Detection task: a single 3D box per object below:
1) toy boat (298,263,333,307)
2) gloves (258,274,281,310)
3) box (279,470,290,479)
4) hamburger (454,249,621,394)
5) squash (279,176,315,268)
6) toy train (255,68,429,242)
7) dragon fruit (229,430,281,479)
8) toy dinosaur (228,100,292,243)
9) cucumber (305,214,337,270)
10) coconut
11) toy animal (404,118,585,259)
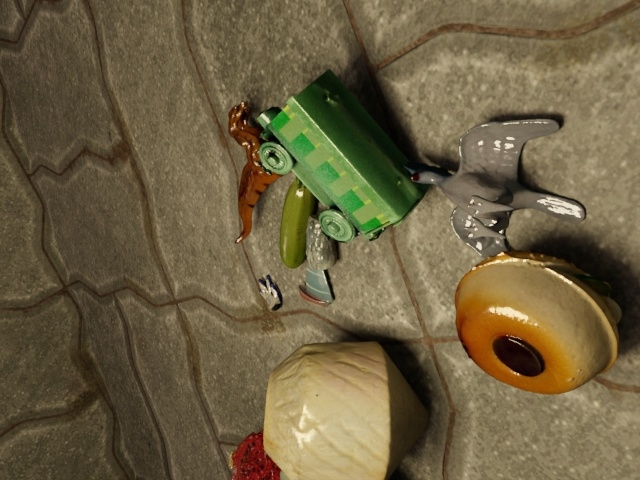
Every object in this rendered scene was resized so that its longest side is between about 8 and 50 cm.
[{"bbox_3d":[-0.009,0.079,1.256,0.096,0.034,0.122,25,124,33],"label":"toy boat"},{"bbox_3d":[-0.122,0.125,1.413,0.086,0.026,0.064,53,138,24],"label":"gloves"},{"bbox_3d":[0.095,0.651,1.271,0.396,0.111,0.396,24,137,27],"label":"box"},{"bbox_3d":[0.296,0.116,0.824,0.237,0.147,0.237,27,143,23],"label":"hamburger"},{"bbox_3d":[-0.047,-0.045,1.212,0.066,0.066,0.252,38,135,31],"label":"squash"},{"bbox_3d":[0.028,-0.129,0.994,0.301,0.120,0.202,47,144,-9],"label":"toy train"},{"bbox_3d":[-0.116,0.604,1.553,0.317,0.152,0.205,-44,63,24],"label":"dragon fruit"},{"bbox_3d":[-0.125,-0.180,1.216,0.208,0.097,0.432,54,139,5],"label":"toy dinosaur"},{"bbox_3d":[0.000,0.002,1.185,0.064,0.064,0.112,16,118,44],"label":"cucumber"},{"bbox_3d":[0.054,0.337,1.127,0.329,0.329,0.329,24,125,40],"label":"coconut"},{"bbox_3d":[0.247,-0.077,0.860,0.255,0.176,0.239,10,125,8],"label":"toy animal"}]
